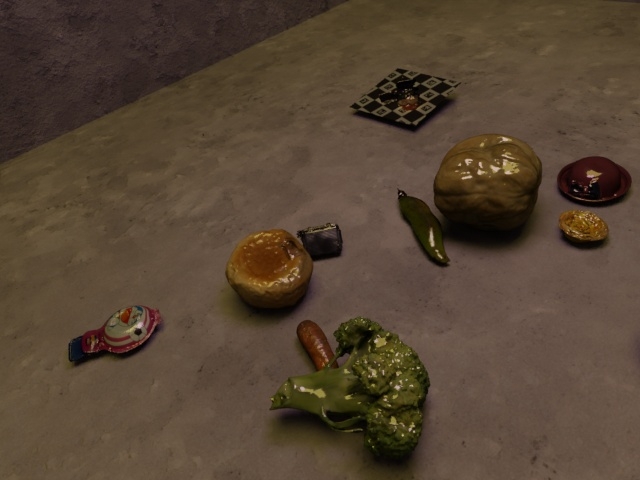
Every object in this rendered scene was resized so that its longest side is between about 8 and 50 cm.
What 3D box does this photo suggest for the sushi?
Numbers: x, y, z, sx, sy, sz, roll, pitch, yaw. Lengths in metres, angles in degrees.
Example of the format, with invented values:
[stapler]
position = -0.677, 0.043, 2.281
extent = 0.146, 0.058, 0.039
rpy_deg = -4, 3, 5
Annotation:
[sushi]
position = 0.349, -0.568, 2.051
extent = 0.339, 0.069, 0.320
rpy_deg = 28, 62, 37

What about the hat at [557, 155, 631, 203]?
[hat]
position = 0.800, -0.191, 1.464
extent = 0.205, 0.089, 0.205
rpy_deg = -7, 41, 6

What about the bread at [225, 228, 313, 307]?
[bread]
position = -0.130, 0.082, 1.342
extent = 0.244, 0.134, 0.244
rpy_deg = -5, 41, 4

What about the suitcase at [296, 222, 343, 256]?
[suitcase]
position = 0.000, 0.000, 1.438
extent = 0.126, 0.086, 0.059
rpy_deg = -10, 14, 2

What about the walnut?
[walnut]
position = 0.458, -0.153, 1.374
extent = 0.277, 0.253, 0.282
rpy_deg = 0, 43, 25

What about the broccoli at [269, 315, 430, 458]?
[broccoli]
position = 0.076, 0.266, 1.003
extent = 0.302, 0.186, 0.254
rpy_deg = 22, 60, 11

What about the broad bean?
[broad bean]
position = 0.296, -0.055, 1.450
extent = 0.077, 0.061, 0.339
rpy_deg = -21, 39, 0

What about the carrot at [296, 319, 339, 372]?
[carrot]
position = -0.002, 0.256, 1.163
extent = 0.060, 0.060, 0.186
rpy_deg = -24, 43, -14

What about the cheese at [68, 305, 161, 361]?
[cheese]
position = -0.538, 0.241, 1.310
extent = 0.244, 0.062, 0.155
rpy_deg = -21, 42, -10

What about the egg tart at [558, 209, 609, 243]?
[egg tart]
position = 0.697, -0.031, 1.334
extent = 0.128, 0.049, 0.129
rpy_deg = -3, 39, 2
